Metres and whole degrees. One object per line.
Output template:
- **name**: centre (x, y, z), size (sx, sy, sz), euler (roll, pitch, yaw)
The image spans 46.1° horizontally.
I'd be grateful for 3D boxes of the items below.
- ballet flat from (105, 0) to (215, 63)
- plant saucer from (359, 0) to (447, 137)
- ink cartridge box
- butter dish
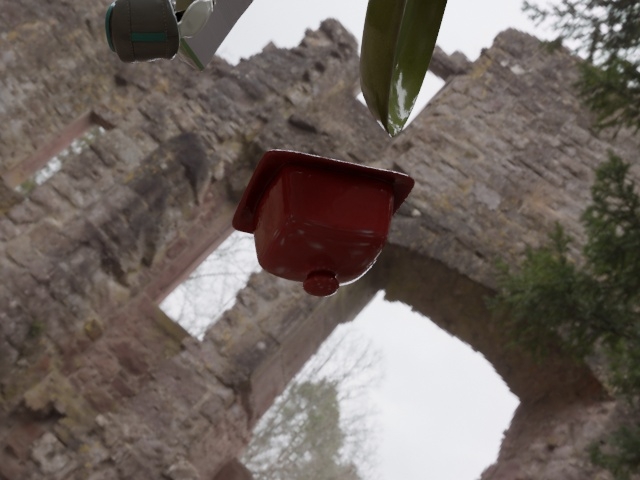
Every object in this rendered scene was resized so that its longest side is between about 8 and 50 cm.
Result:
- **ballet flat**: centre (-0.122, -0.207, 0.649), size (0.068, 0.213, 0.072), euler (1, -54, 5)
- **plant saucer**: centre (0.079, -0.211, 0.652), size (0.037, 0.241, 0.241), euler (17, -32, 12)
- **ink cartridge box**: centre (-0.177, -0.423, 1.301), size (0.056, 0.235, 0.171), euler (34, -2, 8)
- **butter dish**: centre (0.000, 0.000, 0.752), size (0.159, 0.118, 0.160), euler (9, -32, -18)
